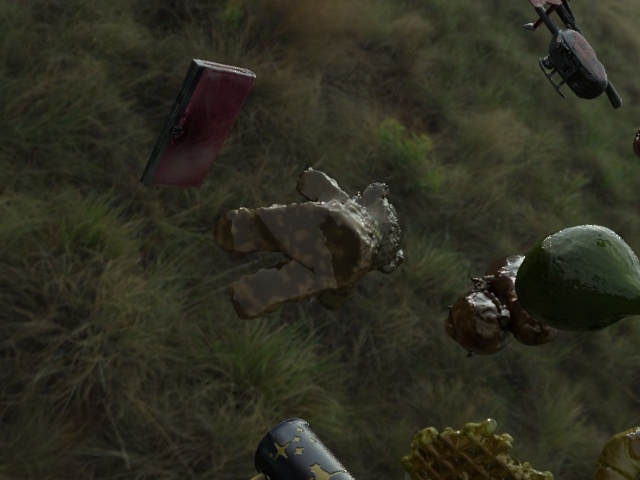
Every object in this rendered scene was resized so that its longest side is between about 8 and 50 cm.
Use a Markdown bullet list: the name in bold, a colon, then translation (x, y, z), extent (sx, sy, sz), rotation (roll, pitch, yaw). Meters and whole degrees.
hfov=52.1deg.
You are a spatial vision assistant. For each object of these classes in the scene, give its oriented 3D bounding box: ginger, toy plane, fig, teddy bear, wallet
- **ginger**: translation (0.417, 0.145, 1.520), extent (0.418, 0.254, 0.176), rotation (-42, 119, -65)
- **toy plane**: translation (0.238, -0.186, 0.628), extent (0.060, 0.037, 0.145), rotation (-18, 73, -32)
- **fig**: translation (0.472, 0.088, 1.108), extent (0.203, 0.203, 0.235), rotation (15, 18, -37)
- **teddy bear**: translation (-0.010, 0.002, 1.103), extent (0.222, 0.295, 0.247), rotation (-42, 119, -85)
- **wallet**: translation (-0.197, -0.179, 1.052), extent (0.119, 0.232, 0.025), rotation (-4, 47, -47)

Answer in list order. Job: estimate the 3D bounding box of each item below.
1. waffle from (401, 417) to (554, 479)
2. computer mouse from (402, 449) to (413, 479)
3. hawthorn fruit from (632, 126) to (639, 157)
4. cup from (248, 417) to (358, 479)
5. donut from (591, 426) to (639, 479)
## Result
- **waffle**: translation (0.310, 0.466, 1.292), extent (0.301, 0.281, 0.058), rotation (63, 28, -29)
- **computer mouse**: translation (0.247, 0.595, 1.692), extent (0.102, 0.044, 0.199), rotation (-36, 129, -50)
- **hawthorn fruit**: translation (0.548, -0.146, 1.037), extent (0.103, 0.067, 0.067), rotation (30, 36, 3)
- **cup**: translation (-0.050, 0.608, 1.575), extent (0.256, 0.255, 0.178), rotation (35, -10, 48)
- **donut**: translation (0.686, 0.520, 1.388), extent (0.208, 0.262, 0.128), rotation (21, 3, 21)
